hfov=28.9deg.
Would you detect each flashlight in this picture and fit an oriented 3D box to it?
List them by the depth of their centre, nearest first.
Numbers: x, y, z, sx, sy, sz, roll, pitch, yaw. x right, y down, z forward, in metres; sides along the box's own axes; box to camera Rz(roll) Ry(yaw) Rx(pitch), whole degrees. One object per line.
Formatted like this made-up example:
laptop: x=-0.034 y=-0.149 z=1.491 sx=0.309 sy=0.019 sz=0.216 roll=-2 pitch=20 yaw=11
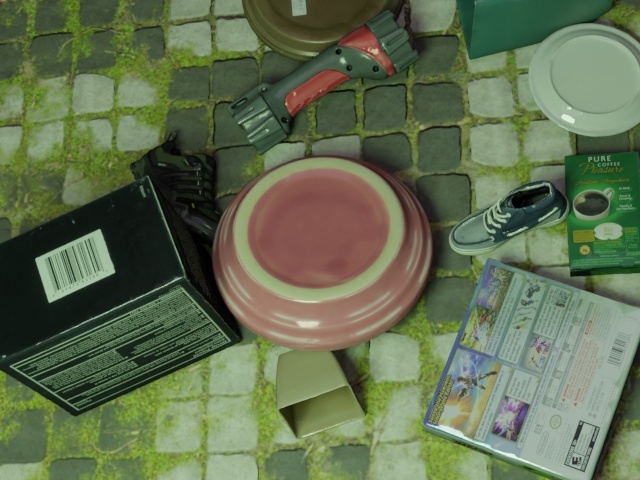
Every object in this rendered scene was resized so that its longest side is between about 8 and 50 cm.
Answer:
flashlight: x=0.008 y=-0.247 z=1.985 sx=0.304 sy=0.103 sz=0.103 roll=-35 pitch=40 yaw=1

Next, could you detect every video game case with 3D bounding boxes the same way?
video game case: x=0.308 y=0.188 z=1.770 sx=0.244 sy=0.061 sz=0.270 roll=19 pitch=74 yaw=17

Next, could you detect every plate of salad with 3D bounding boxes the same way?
plate of salad: x=0.420 y=-0.246 z=1.920 sx=0.199 sy=0.048 sz=0.200 roll=0 pitch=68 yaw=0

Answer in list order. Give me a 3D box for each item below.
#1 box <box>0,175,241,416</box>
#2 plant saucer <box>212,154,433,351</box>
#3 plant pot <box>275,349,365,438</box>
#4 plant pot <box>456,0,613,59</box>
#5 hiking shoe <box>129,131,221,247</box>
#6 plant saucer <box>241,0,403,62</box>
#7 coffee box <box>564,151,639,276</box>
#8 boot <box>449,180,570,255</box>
box: x=-0.310 y=0.091 z=1.809 sx=0.296 sy=0.294 sz=0.183 roll=-24 pitch=64 yaw=2
plant saucer: x=0.000 y=0.000 z=1.835 sx=0.332 sy=0.084 sz=0.332 roll=-2 pitch=58 yaw=4
plant pot: x=-0.008 y=0.211 z=1.809 sx=0.109 sy=0.109 sz=0.096 roll=-20 pitch=54 yaw=4
plant pot: x=0.336 y=-0.412 z=1.944 sx=0.234 sy=0.165 sz=0.166 roll=-10 pitch=68 yaw=0
hiking shoe: x=-0.201 y=-0.083 z=1.966 sx=0.114 sy=0.086 sz=0.227 roll=-46 pitch=67 yaw=-4
plant saucer: x=0.003 y=-0.427 z=2.063 sx=0.277 sy=0.041 sz=0.278 roll=-2 pitch=75 yaw=6
coffee box: x=0.422 y=-0.040 z=1.844 sx=0.113 sy=0.040 sz=0.184 roll=-4 pitch=69 yaw=12
boot: x=0.268 y=-0.039 z=1.833 sx=0.190 sy=0.086 sz=0.069 roll=-23 pitch=63 yaw=18
